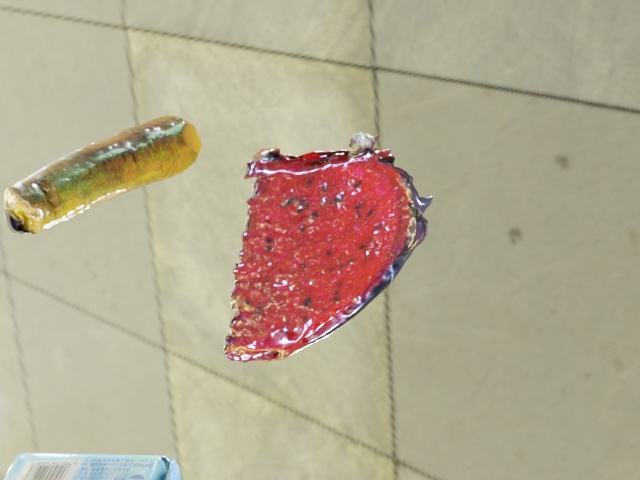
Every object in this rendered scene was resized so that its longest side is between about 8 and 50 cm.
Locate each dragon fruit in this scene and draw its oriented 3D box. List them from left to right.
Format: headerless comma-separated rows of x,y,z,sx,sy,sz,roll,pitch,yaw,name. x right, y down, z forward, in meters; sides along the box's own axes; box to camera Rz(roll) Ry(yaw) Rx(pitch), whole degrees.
0.000,0.000,1.600,0.100,0.282,0.343,-119,32,-46,dragon fruit

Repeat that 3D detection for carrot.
-0.225,-0.070,1.303,0.070,0.260,0.070,16,120,30,carrot

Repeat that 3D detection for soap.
-0.313,0.349,1.601,0.293,0.156,0.077,-2,128,24,soap
